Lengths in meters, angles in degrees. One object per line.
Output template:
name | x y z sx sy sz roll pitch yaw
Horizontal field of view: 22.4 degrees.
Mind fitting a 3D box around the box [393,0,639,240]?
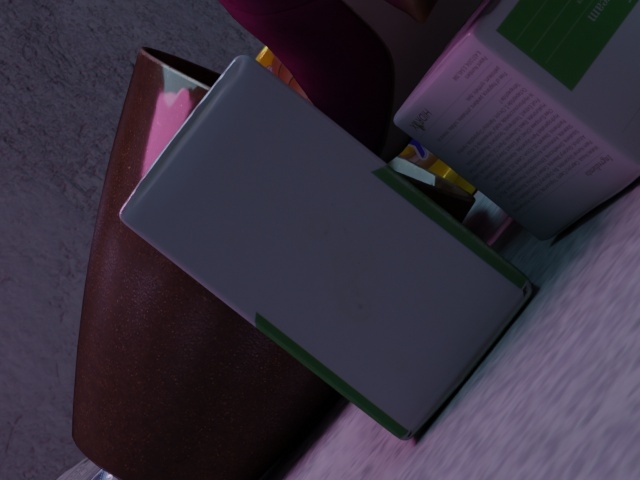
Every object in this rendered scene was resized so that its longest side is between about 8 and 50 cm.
box | 0.103 -0.073 0.658 0.101 0.087 0.102 -52 3 -22

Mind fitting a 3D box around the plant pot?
plant pot | -0.054 0.034 0.957 0.215 0.215 0.230 -75 10 -84

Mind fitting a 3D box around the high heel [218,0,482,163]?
high heel | -0.009 -0.145 0.739 0.127 0.181 0.377 -54 -8 -8

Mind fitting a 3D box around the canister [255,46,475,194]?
canister | 0.050 -0.105 1.107 0.126 0.170 0.073 -52 2 -12

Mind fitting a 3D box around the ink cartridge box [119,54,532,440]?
ink cartridge box | 0.000 0.000 0.736 0.087 0.153 0.208 -52 1 1

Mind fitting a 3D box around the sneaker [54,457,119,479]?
sneaker | -0.081 0.139 1.106 0.122 0.110 0.283 -21 28 48
